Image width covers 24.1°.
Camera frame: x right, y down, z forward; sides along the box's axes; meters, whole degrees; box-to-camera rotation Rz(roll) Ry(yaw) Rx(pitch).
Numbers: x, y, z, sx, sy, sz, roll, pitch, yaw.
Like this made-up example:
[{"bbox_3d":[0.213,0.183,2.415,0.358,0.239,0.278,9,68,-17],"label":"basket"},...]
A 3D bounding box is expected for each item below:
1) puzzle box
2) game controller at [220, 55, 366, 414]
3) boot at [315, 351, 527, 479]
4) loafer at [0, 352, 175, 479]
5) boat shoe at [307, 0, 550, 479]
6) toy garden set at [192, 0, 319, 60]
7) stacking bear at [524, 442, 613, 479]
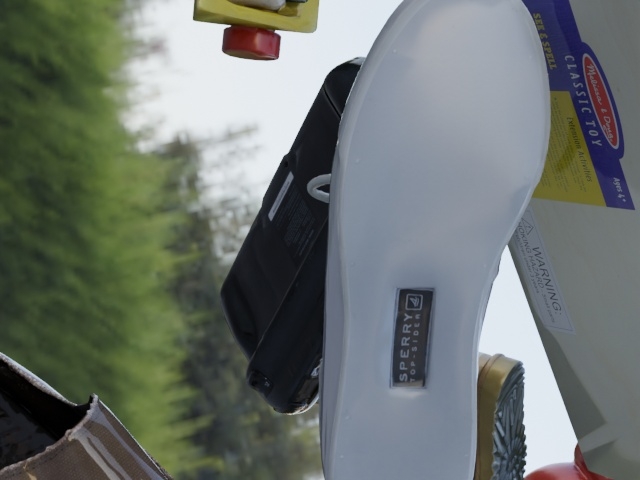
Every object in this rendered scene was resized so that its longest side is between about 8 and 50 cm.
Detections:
[{"bbox_3d":[0.219,0.000,0.997,0.272,0.052,0.409,12,-53,61],"label":"puzzle box"},{"bbox_3d":[0.000,0.000,1.284,0.319,0.067,0.166,-61,-145,36],"label":"game controller"},{"bbox_3d":[0.062,0.164,1.437,0.269,0.089,0.236,17,-59,28],"label":"boot"},{"bbox_3d":[-0.163,0.178,0.974,0.366,0.134,0.130,30,-41,18],"label":"loafer"},{"bbox_3d":[0.061,0.006,0.993,0.156,0.135,0.367,-126,-140,-75],"label":"boat shoe"},{"bbox_3d":[-0.070,-0.192,0.612,0.049,0.244,0.204,5,-92,42],"label":"toy garden set"},{"bbox_3d":[0.331,0.243,1.546,0.164,0.289,0.175,59,-6,46],"label":"stacking bear"}]
